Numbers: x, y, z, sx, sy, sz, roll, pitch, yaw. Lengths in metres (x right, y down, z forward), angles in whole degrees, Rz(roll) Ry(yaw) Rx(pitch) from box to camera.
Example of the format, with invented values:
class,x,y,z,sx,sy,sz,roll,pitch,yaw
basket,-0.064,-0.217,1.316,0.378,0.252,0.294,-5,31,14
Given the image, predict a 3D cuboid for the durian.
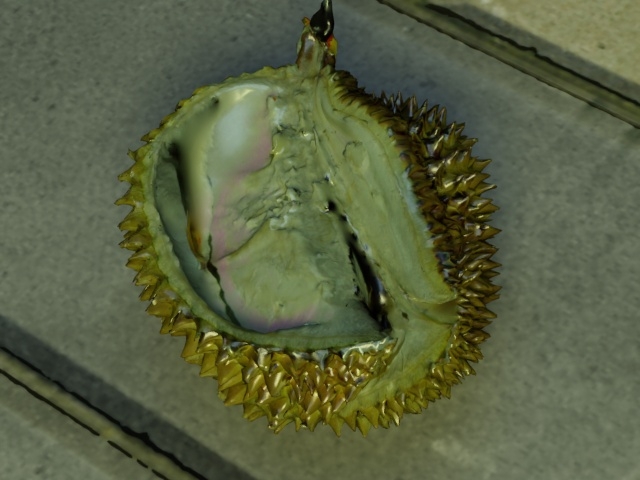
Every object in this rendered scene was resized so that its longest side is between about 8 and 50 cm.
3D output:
class,x,y,z,sx,sy,sz,roll,pitch,yaw
durian,0.000,0.000,1.033,0.193,0.138,0.237,-1,56,11
